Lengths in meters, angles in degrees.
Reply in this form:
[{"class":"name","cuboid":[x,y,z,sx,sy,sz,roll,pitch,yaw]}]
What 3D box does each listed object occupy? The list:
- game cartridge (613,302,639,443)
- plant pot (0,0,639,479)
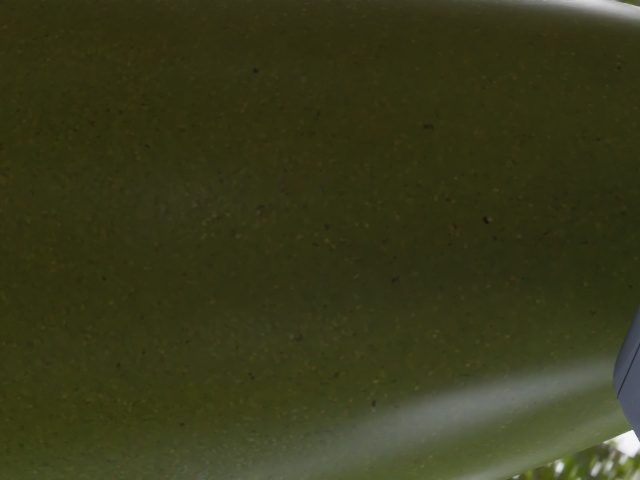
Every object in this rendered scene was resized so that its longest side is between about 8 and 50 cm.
[{"class":"game cartridge","cuboid":[0.243,-0.005,0.556,0.297,0.198,0.062,-2,-129,-16]},{"class":"plant pot","cuboid":[0.000,0.000,0.706,0.294,0.275,0.274,-4,-120,15]}]
